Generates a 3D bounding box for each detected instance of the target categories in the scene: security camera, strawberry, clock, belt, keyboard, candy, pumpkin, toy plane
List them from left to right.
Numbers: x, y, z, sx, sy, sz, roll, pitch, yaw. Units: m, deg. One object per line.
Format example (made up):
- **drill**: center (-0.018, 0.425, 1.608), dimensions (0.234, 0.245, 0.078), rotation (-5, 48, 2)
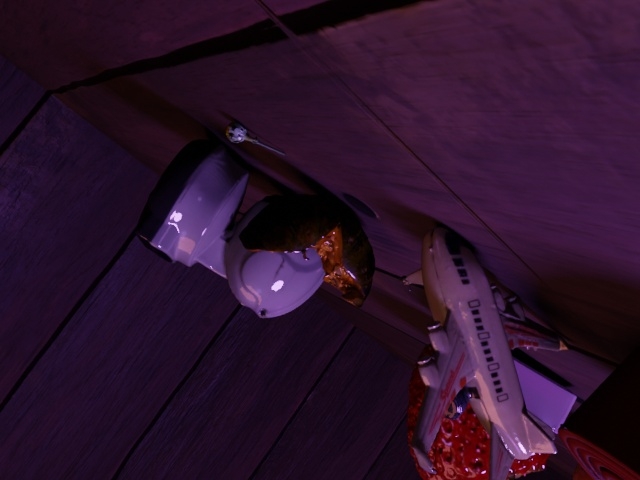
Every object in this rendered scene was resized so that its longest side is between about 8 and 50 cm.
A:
- **security camera**: center (-0.114, -0.009, 1.031), dimensions (0.277, 0.191, 0.197), rotation (33, 167, -2)
- **candy**: center (-0.078, -0.120, 0.822), dimensions (0.083, 0.025, 0.023), rotation (24, -163, 19)
- **pumpkin**: center (0.000, 0.000, 0.872), dimensions (0.183, 0.108, 0.119), rotation (30, -178, -21)
- **strawberry**: center (0.260, 0.310, 1.222), dimensions (0.257, 0.257, 0.277), rotation (72, 173, -78)
- **toy plane**: center (0.155, 0.110, 0.676), dimensions (0.104, 0.242, 0.256), rotation (-32, 84, 54)
- **keyboard**: center (0.246, 0.146, 1.049), dimensions (0.053, 0.010, 0.155), rotation (40, 171, -35)
- **clock**: center (0.270, 0.204, 1.032), dimensions (0.197, 0.063, 0.150), rotation (31, 176, 10)
- **belt**: center (0.312, 0.197, 0.544), dimensions (0.227, 0.115, 0.324), rotation (44, 176, 17)

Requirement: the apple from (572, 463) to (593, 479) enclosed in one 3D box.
- **apple**: center (0.492, 0.416, 1.130), dimensions (0.146, 0.146, 0.146), rotation (35, 173, 5)
